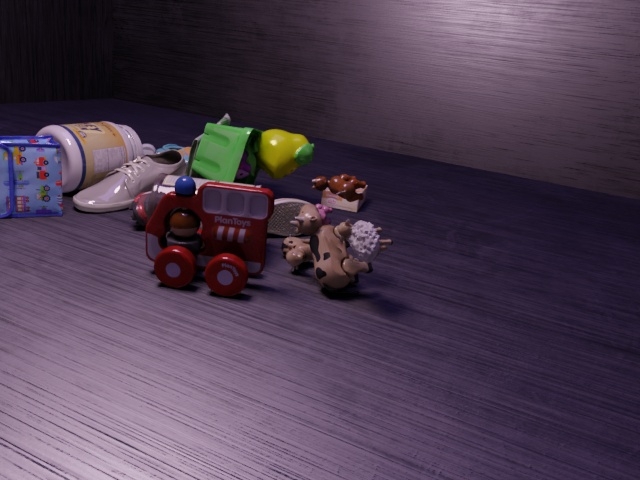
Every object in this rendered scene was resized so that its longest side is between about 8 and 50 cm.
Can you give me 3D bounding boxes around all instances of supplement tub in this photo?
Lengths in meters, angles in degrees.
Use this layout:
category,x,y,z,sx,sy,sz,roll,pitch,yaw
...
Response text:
category,x,y,z,sx,sy,sz,roll,pitch,yaw
supplement tub,-0.811,-0.301,1.964,0.228,0.229,0.316,17,22,25

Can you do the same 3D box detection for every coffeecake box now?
category,x,y,z,sx,sy,sz,roll,pitch,yaw
coffeecake box,0.095,-0.176,2.162,0.142,0.068,0.185,12,21,11

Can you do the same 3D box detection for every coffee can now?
category,x,y,z,sx,sy,sz,roll,pitch,yaw
coffee can,-0.307,-0.069,1.522,0.275,0.202,0.201,6,19,-2

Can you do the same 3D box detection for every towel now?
category,x,y,z,sx,sy,sz,roll,pitch,yaw
towel,-0.421,-0.319,2.056,0.038,0.248,0.325,24,31,2

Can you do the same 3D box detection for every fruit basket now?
category,x,y,z,sx,sy,sz,roll,pitch,yaw
fruit basket,-0.221,-0.285,1.984,0.391,0.283,0.392,21,9,-4

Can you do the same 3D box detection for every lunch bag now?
category,x,y,z,sx,sy,sz,roll,pitch,yaw
lunch bag,-0.917,-0.185,1.609,0.293,0.221,0.138,-7,24,-34

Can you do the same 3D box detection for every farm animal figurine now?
category,x,y,z,sx,sy,sz,roll,pitch,yaw
farm animal figurine,0.000,0.000,1.429,0.172,0.330,0.327,-2,50,-31

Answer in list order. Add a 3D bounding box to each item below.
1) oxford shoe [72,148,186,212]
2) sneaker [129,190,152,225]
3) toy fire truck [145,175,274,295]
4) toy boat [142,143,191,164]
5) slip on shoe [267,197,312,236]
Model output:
category,x,y,z,sx,sy,sz,roll,pitch,yaw
oxford shoe,-0.632,-0.211,1.878,0.169,0.130,0.449,27,36,26
sneaker,-0.476,-0.120,1.724,0.135,0.098,0.276,-14,12,21
toy fire truck,-0.266,-0.024,1.332,0.301,0.254,0.169,9,19,5
toy boat,-0.592,-0.321,2.213,0.267,0.148,0.318,17,22,27
slip on shoe,-0.164,-0.074,1.727,0.331,0.123,0.101,-6,19,-21
